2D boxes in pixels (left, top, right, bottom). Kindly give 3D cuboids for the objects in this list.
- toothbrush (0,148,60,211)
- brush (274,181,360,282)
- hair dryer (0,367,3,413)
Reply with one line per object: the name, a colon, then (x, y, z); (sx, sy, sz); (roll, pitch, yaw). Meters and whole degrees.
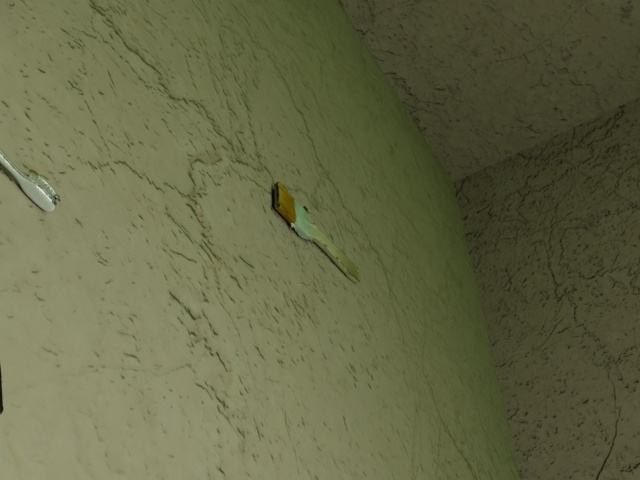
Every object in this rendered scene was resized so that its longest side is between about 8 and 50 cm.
toothbrush: (-0.373, -0.138, 0.714); (0.288, 0.021, 0.024); (53, 14, -30)
brush: (0.000, 0.000, 1.446); (0.336, 0.020, 0.085); (46, 28, -43)
hair dryer: (-0.324, 0.005, 0.392); (0.313, 0.123, 0.340); (57, -10, -2)
